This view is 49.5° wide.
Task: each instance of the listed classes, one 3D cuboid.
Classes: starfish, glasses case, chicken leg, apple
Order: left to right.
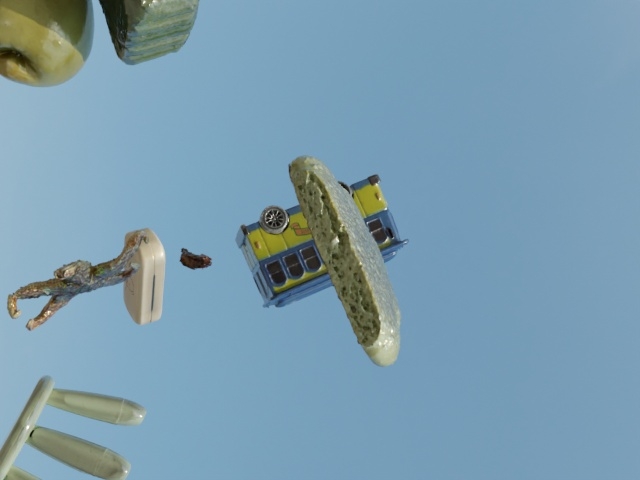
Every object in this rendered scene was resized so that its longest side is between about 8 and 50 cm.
[{"bbox_3d":[-0.444,-0.340,1.077,0.200,0.200,0.199,-14,-111,38],"label":"apple"},{"bbox_3d":[-0.331,0.048,0.969,0.210,0.150,0.053,-35,-99,0],"label":"starfish"},{"bbox_3d":[-0.308,0.065,1.208,0.083,0.050,0.196,50,-38,34],"label":"glasses case"},{"bbox_3d":[-0.218,0.032,1.180,0.083,0.036,0.021,16,-50,36],"label":"chicken leg"}]

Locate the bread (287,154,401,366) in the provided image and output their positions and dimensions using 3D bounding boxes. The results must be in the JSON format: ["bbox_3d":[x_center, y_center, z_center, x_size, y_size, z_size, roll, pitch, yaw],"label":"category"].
[{"bbox_3d":[0.044,0.021,0.917,0.056,0.207,0.286,-24,-94,12],"label":"bread"}]

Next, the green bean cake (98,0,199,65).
[{"bbox_3d":[-0.271,-0.400,1.015,0.227,0.125,0.222,65,-19,0],"label":"green bean cake"}]

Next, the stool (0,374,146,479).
[{"bbox_3d":[-0.435,0.358,1.187,0.195,0.199,0.195,-53,-162,18],"label":"stool"}]

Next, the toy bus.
[{"bbox_3d":[0.000,0.000,1.309,0.175,0.288,0.138,66,-15,7],"label":"toy bus"}]
